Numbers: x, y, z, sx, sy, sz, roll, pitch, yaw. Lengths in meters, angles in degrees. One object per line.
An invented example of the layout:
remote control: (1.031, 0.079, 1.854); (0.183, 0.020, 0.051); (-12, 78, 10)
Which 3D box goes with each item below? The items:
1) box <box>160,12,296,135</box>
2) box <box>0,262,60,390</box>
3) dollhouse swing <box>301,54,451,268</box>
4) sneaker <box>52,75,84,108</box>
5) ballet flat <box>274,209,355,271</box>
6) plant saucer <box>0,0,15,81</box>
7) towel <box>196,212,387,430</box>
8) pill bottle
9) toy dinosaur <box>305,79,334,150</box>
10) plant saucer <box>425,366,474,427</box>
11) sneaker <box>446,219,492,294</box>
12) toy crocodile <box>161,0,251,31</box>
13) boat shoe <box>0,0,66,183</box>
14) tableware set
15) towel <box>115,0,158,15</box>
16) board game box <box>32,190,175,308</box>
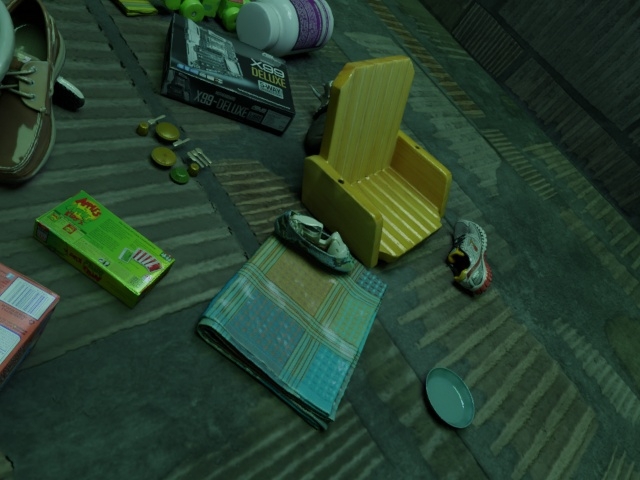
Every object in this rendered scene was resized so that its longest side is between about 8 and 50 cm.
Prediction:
box: (-0.222, -0.404, 1.160); (0.307, 0.076, 0.243); (14, 47, -28)
box: (-0.460, 0.067, 0.480); (0.299, 0.142, 0.154); (34, 39, -17)
dollhouse swing: (0.174, -0.189, 1.065); (0.315, 0.305, 0.346); (45, 43, 17)
sneaker: (-0.501, -0.309, 0.874); (0.161, 0.057, 0.075); (28, 47, -10)
ballet flat: (0.000, 0.000, 0.926); (0.188, 0.070, 0.070); (28, 42, -16)
plant saucer: (-0.617, -0.229, 0.628); (0.399, 0.101, 0.401); (6, 58, -9)
towel: (-0.025, 0.115, 0.873); (0.271, 0.040, 0.370); (39, 40, -3)
pill bottle: (-0.103, -0.630, 1.385); (0.169, 0.169, 0.301); (46, 40, 6)
toy dinosaur: (0.028, -0.280, 1.222); (0.160, 0.121, 0.314); (1, 52, 21)
plant saucer: (0.247, 0.306, 0.922); (0.119, 0.021, 0.120); (21, 44, -22)
sneaker: (0.376, 0.027, 1.224); (0.092, 0.088, 0.225); (22, 43, -19)
toy crocodile: (-0.307, -0.664, 1.308); (0.340, 0.105, 0.115); (-16, 65, -45)
boat shoe: (-0.483, -0.248, 0.746); (0.122, 0.116, 0.325); (1, 68, -21)
tableware set: (-0.300, -0.180, 0.942); (0.154, 0.024, 0.104); (44, 43, 3)
towel: (-0.525, -0.649, 1.195); (0.237, 0.021, 0.102); (44, 35, 6)
board game box: (-0.329, 0.012, 0.727); (0.181, 0.043, 0.092); (38, 40, -4)
